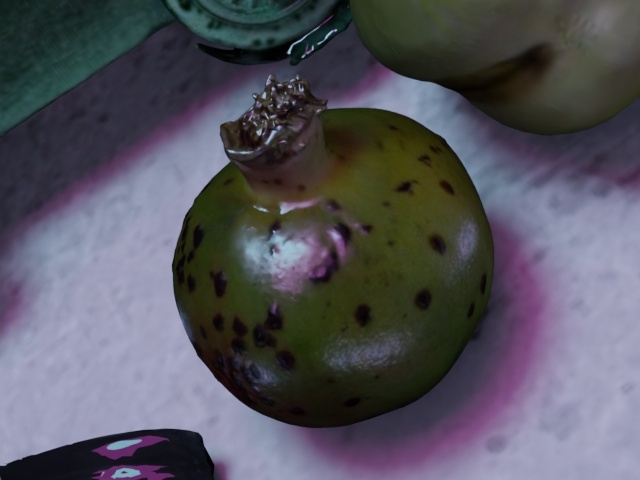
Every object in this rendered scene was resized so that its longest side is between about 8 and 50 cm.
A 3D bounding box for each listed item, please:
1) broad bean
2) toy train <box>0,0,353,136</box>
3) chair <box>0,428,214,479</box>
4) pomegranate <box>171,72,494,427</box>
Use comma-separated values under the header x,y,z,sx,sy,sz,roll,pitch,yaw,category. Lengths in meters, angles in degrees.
x,y,z,sx,sy,sz,roll,pitch,yaw,category
0.095,-0.158,0.711,0.189,0.121,0.263,-36,29,58,broad bean
-0.165,-0.141,0.751,0.397,0.253,0.160,-33,32,5,toy train
-0.164,0.124,0.666,0.221,0.145,0.140,-12,56,20,chair
0.001,0.005,0.667,0.130,0.130,0.130,-14,55,20,pomegranate
